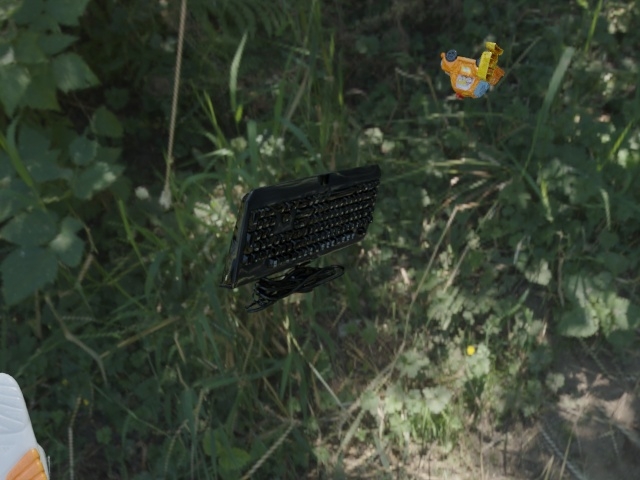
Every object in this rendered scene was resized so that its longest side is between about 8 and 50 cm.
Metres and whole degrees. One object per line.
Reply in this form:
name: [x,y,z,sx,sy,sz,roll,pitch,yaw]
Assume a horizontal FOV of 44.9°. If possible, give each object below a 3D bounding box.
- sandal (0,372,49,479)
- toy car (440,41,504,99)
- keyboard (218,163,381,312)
sandal: [-0.457,0.332,1.170,0.102,0.076,0.265,-13,75,-5]
toy car: [0.126,-0.148,0.678,0.060,0.122,0.040,19,98,13]
keyboard: [0.000,0.000,0.585,0.038,0.100,0.192,27,24,26]
